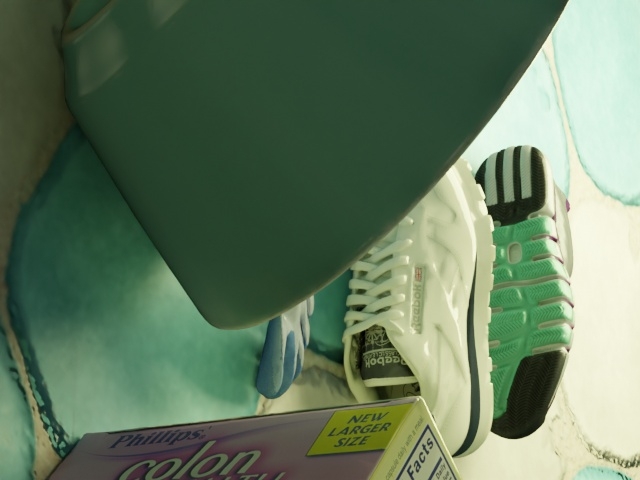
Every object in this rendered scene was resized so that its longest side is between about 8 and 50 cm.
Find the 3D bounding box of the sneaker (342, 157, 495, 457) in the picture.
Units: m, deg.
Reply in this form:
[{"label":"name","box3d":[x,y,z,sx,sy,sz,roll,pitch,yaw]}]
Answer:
[{"label":"sneaker","box3d":[0.055,0.033,1.203,0.095,0.090,0.235,-7,87,-50]}]

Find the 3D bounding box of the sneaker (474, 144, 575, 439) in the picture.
[{"label":"sneaker","box3d":[0.161,0.045,1.359,0.098,0.083,0.223,36,53,-52]}]

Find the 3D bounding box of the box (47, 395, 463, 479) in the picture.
[{"label":"box","box3d":[-0.013,0.216,0.939,0.117,0.213,0.243,-54,126,-47]}]

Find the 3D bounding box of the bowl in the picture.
[{"label":"bowl","box3d":[-0.021,-0.122,0.979,0.163,0.311,0.311,38,48,-17]}]

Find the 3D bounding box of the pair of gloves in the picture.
[{"label":"pair of gloves","box3d":[0.000,0.000,1.107,0.159,0.023,0.198,98,9,-50]}]
